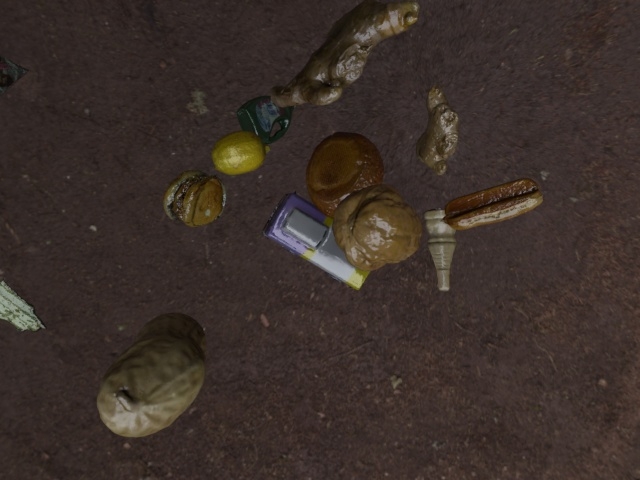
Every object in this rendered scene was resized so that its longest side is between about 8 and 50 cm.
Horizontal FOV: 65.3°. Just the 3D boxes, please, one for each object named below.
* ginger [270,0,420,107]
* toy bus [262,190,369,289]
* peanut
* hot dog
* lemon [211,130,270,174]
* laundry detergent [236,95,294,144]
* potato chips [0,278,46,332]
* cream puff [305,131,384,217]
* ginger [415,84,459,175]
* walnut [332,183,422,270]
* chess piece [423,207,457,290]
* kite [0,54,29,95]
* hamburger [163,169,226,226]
[{"bbox_3d":[0.038,-0.357,0.969,0.333,0.166,0.080,-36,134,13],"label":"ginger"},{"bbox_3d":[0.000,0.000,1.944,0.439,0.249,0.209,32,86,-3],"label":"toy bus"},{"bbox_3d":[-0.278,0.229,0.904,0.159,0.291,0.143,-2,106,2],"label":"peanut"},{"bbox_3d":[0.399,-0.080,1.184,0.235,0.062,0.092,-15,58,21],"label":"hot dog"},{"bbox_3d":[-0.148,-0.164,0.931,0.110,0.082,0.082,-19,101,-11],"label":"lemon"},{"bbox_3d":[-0.144,-0.365,1.483,0.063,0.211,0.137,-11,108,45],"label":"laundry detergent"},{"bbox_3d":[-0.504,0.073,0.748,0.091,0.028,0.207,-15,128,23],"label":"potato chips"},{"bbox_3d":[0.093,-0.214,1.740,0.303,0.212,0.303,-12,67,30],"label":"cream puff"},{"bbox_3d":[0.305,-0.278,1.273,0.074,0.137,0.213,-9,122,-30],"label":"ginger"},{"bbox_3d":[0.158,-0.032,1.362,0.224,0.257,0.257,14,110,41],"label":"walnut"},{"bbox_3d":[0.450,0.038,1.844,0.137,0.137,0.301,-2,82,13],"label":"chess piece"},{"bbox_3d":[-0.580,-0.264,0.761,0.229,0.250,0.012,57,136,20],"label":"kite"},{"bbox_3d":[-0.361,-0.128,1.450,0.113,0.177,0.185,23,66,24],"label":"hamburger"}]
